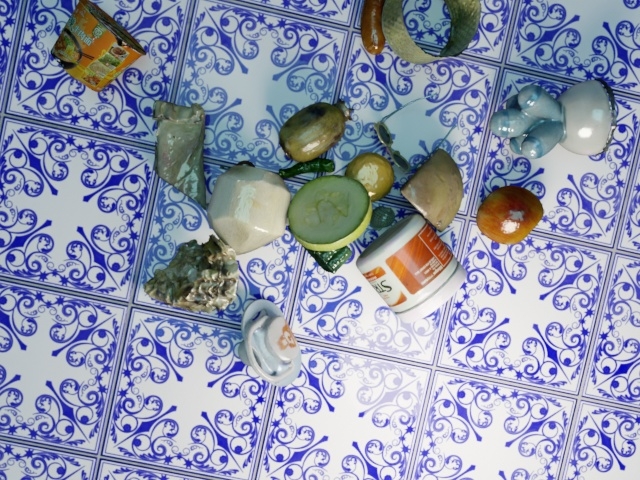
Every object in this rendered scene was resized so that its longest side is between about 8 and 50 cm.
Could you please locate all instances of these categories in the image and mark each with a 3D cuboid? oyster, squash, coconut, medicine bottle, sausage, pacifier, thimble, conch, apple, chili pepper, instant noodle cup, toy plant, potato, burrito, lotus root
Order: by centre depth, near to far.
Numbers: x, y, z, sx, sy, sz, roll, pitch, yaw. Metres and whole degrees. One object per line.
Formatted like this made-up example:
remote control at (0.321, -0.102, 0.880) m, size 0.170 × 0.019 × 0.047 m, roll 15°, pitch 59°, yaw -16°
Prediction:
squash at (0.022, -0.083, 1.624) m, size 0.252 × 0.049 × 0.252 m, roll -7°, pitch 56°, yaw 11°
instant noodle cup at (-0.660, -0.562, 1.639) m, size 0.230 × 0.230 × 0.182 m, roll 45°, pitch 99°, yaw -4°
coconut at (-0.215, -0.085, 1.666) m, size 0.237 × 0.237 × 0.266 m, roll 13°, pitch 94°, yaw -3°
thimble at (0.326, -0.666, 1.670) m, size 0.270 × 0.150 × 0.271 m, roll -2°, pitch 97°, yaw -20°
potato at (0.366, -0.150, 1.681) m, size 0.189 × 0.264 × 0.211 m, roll -44°, pitch 88°, yaw 9°
medicine bottle at (0.269, 0.080, 1.684) m, size 0.252 × 0.252 × 0.241 m, roll -41°, pitch 93°, yaw 0°
oyster at (-0.385, 0.115, 1.695) m, size 0.351 × 0.115 × 0.238 m, roll -11°, pitch 93°, yaw 22°
toy plant at (0.684, -0.362, 1.706) m, size 0.332 × 0.247 × 0.247 m, roll -5°, pitch 93°, yaw 2°
lotus root at (-0.001, -0.348, 1.712) m, size 0.278 × 0.154 × 0.154 m, roll -33°, pitch 94°, yaw -8°
burrito at (-0.429, -0.259, 1.715) m, size 0.175 × 0.107 × 0.348 m, roll -4°, pitch 91°, yaw 14°
sausage at (0.184, -0.728, 1.731) m, size 0.102 × 0.076 × 0.302 m, roll 17°, pitch 92°, yaw -3°
pacifier at (-0.185, 0.330, 1.734) m, size 0.207 × 0.227 × 0.279 m, roll -24°, pitch 94°, yaw 39°
chili pepper at (-0.047, -0.225, 1.746) m, size 0.182 × 0.073 × 0.050 m, roll -13°, pitch 116°, yaw -7°
apple at (0.592, -0.083, 1.752) m, size 0.173 × 0.160 × 0.195 m, roll 40°, pitch 84°, yaw 18°
conch at (0.193, -0.072, 1.774) m, size 0.076 × 0.056 × 0.085 m, roll 35°, pitch 90°, yaw 9°

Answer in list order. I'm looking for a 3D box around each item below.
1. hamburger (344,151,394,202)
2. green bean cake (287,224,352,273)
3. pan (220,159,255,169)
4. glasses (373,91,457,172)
hamburger at (0.150, -0.194, 1.735) m, size 0.162 × 0.115 × 0.162 m, roll 0°, pitch 95°, yaw -3°
green bean cake at (0.000, 0.000, 1.694) m, size 0.107 × 0.208 × 0.193 m, roll -41°, pitch 96°, yaw -3°
pan at (-0.261, -0.222, 1.761) m, size 0.115 × 0.023 × 0.069 m, roll 8°, pitch 93°, yaw -3°
glasses at (0.297, -0.334, 1.728) m, size 0.220 × 0.088 × 0.190 m, roll -31°, pitch 83°, yaw 11°
